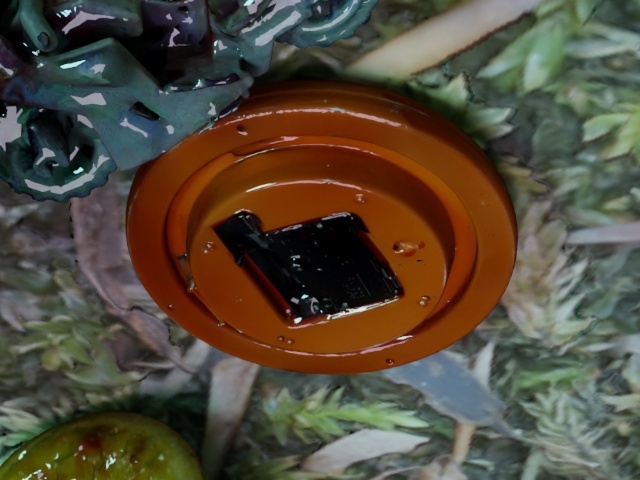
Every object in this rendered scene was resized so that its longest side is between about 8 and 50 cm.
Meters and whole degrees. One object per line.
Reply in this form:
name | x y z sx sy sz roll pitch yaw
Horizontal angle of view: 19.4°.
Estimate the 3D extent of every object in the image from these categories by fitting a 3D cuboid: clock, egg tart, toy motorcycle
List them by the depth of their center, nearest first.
toy motorcycle | -0.081 -0.102 0.858 0.213 0.082 0.122 -30 132 15
clock | 0.000 0.000 0.975 0.205 0.051 0.205 2 137 2
egg tart | -0.113 0.219 1.119 0.202 0.202 0.147 -21 140 24
